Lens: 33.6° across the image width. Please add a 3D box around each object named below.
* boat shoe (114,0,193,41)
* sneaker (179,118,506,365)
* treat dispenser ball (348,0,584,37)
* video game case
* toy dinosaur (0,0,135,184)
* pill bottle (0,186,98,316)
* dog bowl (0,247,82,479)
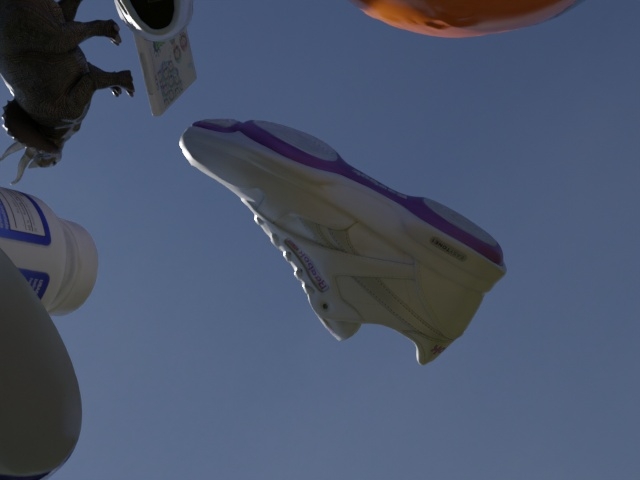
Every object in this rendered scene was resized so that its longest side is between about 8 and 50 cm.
[{"bbox_3d":[-0.156,-0.290,0.861,0.095,0.084,0.258,-21,-75,-4],"label":"boat shoe"},{"bbox_3d":[0.000,0.000,0.921,0.152,0.305,0.114,-63,-7,16],"label":"sneaker"},{"bbox_3d":[0.100,-0.282,0.715,0.288,0.288,0.288,-22,-45,-24],"label":"treat dispenser ball"},{"bbox_3d":[-0.245,-0.294,1.686,0.157,0.019,0.143,-62,-32,-55],"label":"video game case"},{"bbox_3d":[-0.316,-0.218,1.237,0.160,0.121,0.313,-17,-62,-20],"label":"toy dinosaur"},{"bbox_3d":[-0.364,0.014,1.103,0.152,0.152,0.272,-54,-29,11],"label":"pill bottle"},{"bbox_3d":[-0.277,0.068,0.664,0.104,0.265,0.265,-37,-39,10],"label":"dog bowl"}]
